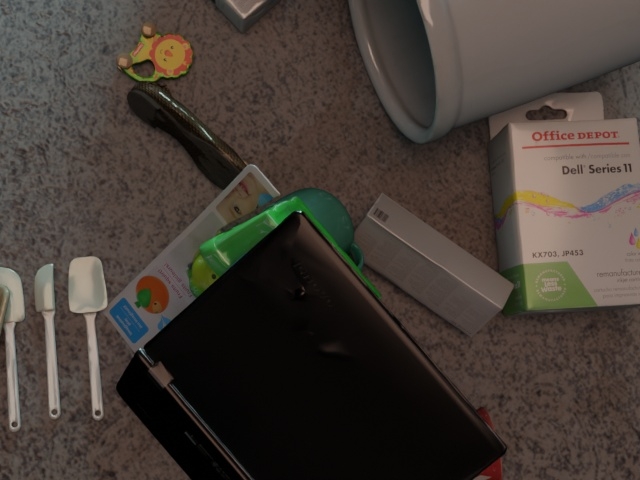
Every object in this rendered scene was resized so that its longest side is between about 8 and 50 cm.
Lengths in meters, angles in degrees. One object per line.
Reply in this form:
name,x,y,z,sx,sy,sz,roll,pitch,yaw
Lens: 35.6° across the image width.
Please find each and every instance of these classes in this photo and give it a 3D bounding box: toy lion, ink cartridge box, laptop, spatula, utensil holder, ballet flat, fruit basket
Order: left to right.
spatula,-0.391,0.150,1.454,0.168,0.019,0.242,-6,82,-7
toy lion,-0.249,-0.280,1.531,0.096,0.034,0.100,37,80,-7
ballet flat,-0.182,-0.156,1.500,0.250,0.084,0.058,39,55,5
ink cartridge box,-0.144,-0.427,1.546,0.104,0.061,0.181,-43,88,-12
fruit basket,-0.108,0.124,1.380,0.353,0.165,0.327,-40,87,20
laptop,-0.041,0.232,1.311,0.236,0.408,0.382,-39,87,-25
utensil holder,0.270,-0.356,1.450,0.385,0.327,0.328,-20,84,-11
ink cartridge box,0.374,-0.070,1.514,0.207,0.119,0.354,-3,82,-6

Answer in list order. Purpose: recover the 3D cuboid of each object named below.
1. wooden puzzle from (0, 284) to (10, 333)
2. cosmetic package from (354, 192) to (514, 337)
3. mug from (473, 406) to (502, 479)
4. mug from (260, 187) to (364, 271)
wooden puzzle,-0.584,0.148,1.418,0.238,0.044,0.221,12,83,-3
cosmetic package,0.159,0.037,1.482,0.239,0.099,0.060,35,50,0
mug,0.169,0.329,1.438,0.169,0.113,0.150,-9,80,-4
mug,-0.007,0.000,1.460,0.097,0.129,0.158,-33,90,-43
